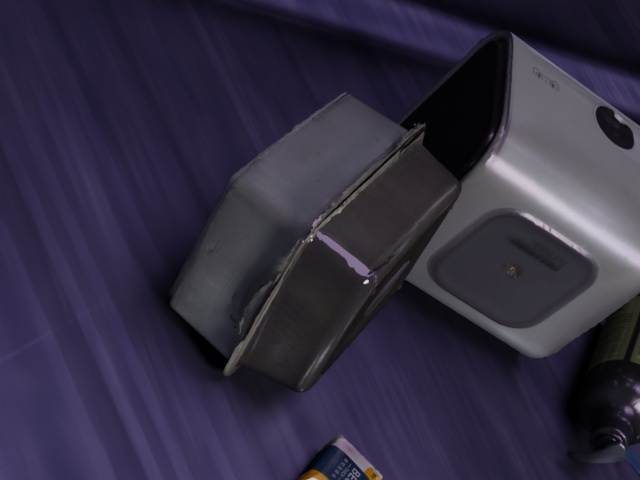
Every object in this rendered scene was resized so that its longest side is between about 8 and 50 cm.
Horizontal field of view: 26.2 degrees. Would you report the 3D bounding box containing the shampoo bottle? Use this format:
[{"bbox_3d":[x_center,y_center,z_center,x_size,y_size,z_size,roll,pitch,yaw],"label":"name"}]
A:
[{"bbox_3d":[0.365,0.170,1.633,0.101,0.101,0.284,43,38,-6],"label":"shampoo bottle"}]

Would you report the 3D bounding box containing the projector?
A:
[{"bbox_3d":[0.222,-0.050,1.571,0.249,0.248,0.248,32,41,-19],"label":"projector"}]

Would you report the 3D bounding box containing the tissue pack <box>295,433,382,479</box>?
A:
[{"bbox_3d":[0.012,0.230,1.293,0.062,0.042,0.083,46,37,2],"label":"tissue pack"}]

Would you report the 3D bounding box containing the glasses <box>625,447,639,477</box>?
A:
[{"bbox_3d":[0.442,0.336,1.616,0.190,0.088,0.220,0,37,-42],"label":"glasses"}]

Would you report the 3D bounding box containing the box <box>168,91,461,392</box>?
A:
[{"bbox_3d":[0.000,0.000,1.346,0.166,0.220,0.290,36,37,8],"label":"box"}]
